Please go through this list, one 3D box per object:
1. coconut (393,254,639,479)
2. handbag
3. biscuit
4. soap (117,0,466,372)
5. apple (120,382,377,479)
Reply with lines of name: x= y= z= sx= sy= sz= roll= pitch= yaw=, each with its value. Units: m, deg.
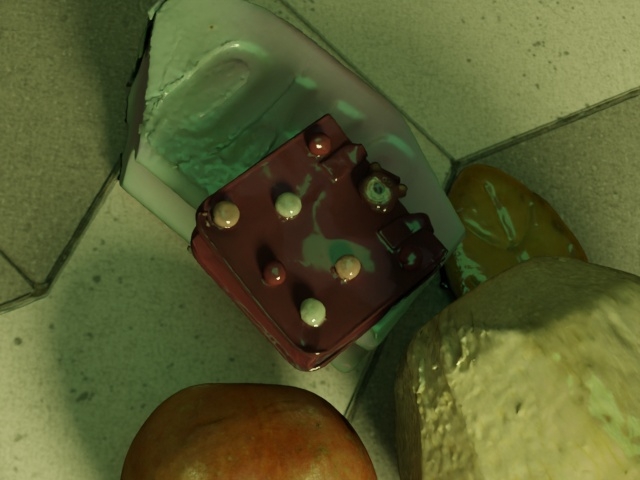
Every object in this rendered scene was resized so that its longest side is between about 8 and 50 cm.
coconut: x=0.257 y=0.225 z=0.942 sx=0.344 sy=0.415 sz=0.415 roll=-32 pitch=78 yaw=0
handbag: x=0.000 y=-0.001 z=0.974 sx=0.216 sy=0.074 sz=0.203 roll=-38 pitch=82 yaw=-20
biscuit: x=0.242 y=0.019 z=1.204 sx=0.203 sy=0.041 sz=0.260 roll=-17 pitch=75 yaw=-18
soap: x=-0.050 y=-0.089 z=1.121 sx=0.446 sy=0.156 sz=0.261 roll=40 pitch=67 yaw=5
apple: x=-0.071 y=0.251 z=0.940 sx=0.253 sy=0.253 sz=0.254 roll=4 pitch=68 yaw=-11
